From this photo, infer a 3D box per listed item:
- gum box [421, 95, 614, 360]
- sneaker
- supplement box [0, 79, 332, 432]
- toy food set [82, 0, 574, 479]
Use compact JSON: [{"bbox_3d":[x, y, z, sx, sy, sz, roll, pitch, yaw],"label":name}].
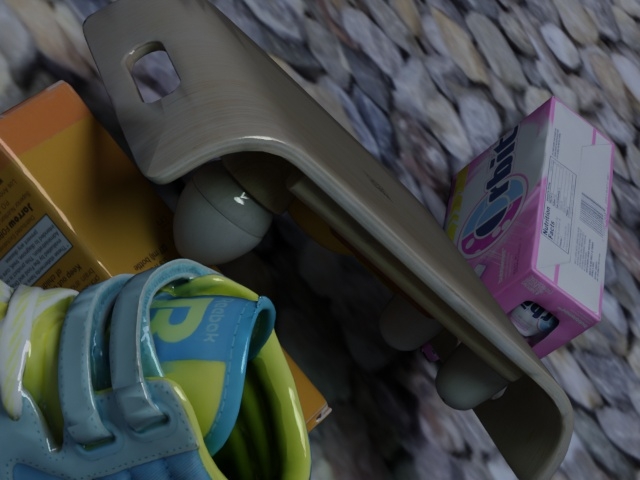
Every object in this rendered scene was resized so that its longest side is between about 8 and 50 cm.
[{"bbox_3d":[0.134,0.005,1.172,0.062,0.107,0.188,35,40,-19],"label":"gum box"},{"bbox_3d":[-0.138,0.043,0.785,0.319,0.208,0.127,37,41,-16],"label":"sneaker"},{"bbox_3d":[-0.103,0.033,0.937,0.233,0.080,0.078,50,38,1],"label":"supplement box"},{"bbox_3d":[0.000,0.000,0.990,0.306,0.092,0.220,42,9,-30],"label":"toy food set"}]
